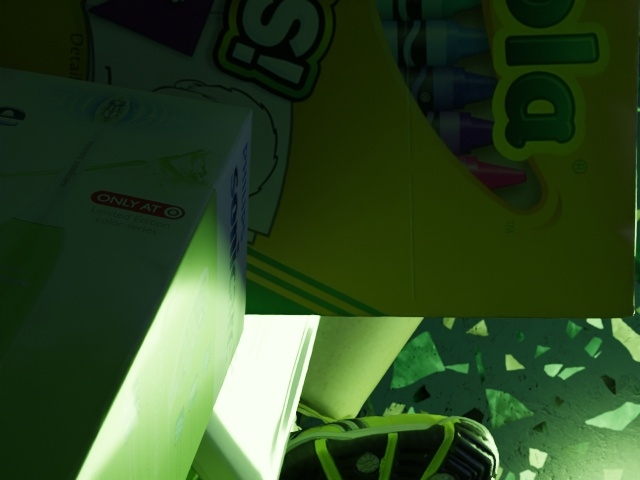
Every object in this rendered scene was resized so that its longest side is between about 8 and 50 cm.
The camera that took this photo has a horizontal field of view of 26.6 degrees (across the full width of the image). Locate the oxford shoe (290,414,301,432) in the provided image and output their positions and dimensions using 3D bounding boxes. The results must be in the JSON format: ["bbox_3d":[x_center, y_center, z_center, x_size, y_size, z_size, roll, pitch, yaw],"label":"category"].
[{"bbox_3d":[-0.086,0.216,1.661,0.449,0.130,0.169,92,12,-44],"label":"oxford shoe"}]

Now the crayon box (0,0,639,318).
[{"bbox_3d":[-0.014,-0.150,0.624,0.106,0.313,0.363,-58,147,-73],"label":"crayon box"}]

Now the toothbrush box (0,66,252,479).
[{"bbox_3d":[-0.156,0.055,0.465,0.283,0.206,0.122,-69,167,-54],"label":"toothbrush box"}]

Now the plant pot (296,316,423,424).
[{"bbox_3d":[0.000,0.000,1.313,0.305,0.334,0.334,-62,170,-10],"label":"plant pot"}]

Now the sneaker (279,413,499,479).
[{"bbox_3d":[-0.029,0.221,1.245,0.147,0.384,0.145,-92,166,-64],"label":"sneaker"}]

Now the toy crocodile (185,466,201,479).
[{"bbox_3d":[-0.115,0.232,1.110,0.115,0.105,0.341,47,60,-83],"label":"toy crocodile"}]

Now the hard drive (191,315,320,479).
[{"bbox_3d":[-0.098,0.003,0.978,0.353,0.047,0.233,62,32,-41],"label":"hard drive"}]
